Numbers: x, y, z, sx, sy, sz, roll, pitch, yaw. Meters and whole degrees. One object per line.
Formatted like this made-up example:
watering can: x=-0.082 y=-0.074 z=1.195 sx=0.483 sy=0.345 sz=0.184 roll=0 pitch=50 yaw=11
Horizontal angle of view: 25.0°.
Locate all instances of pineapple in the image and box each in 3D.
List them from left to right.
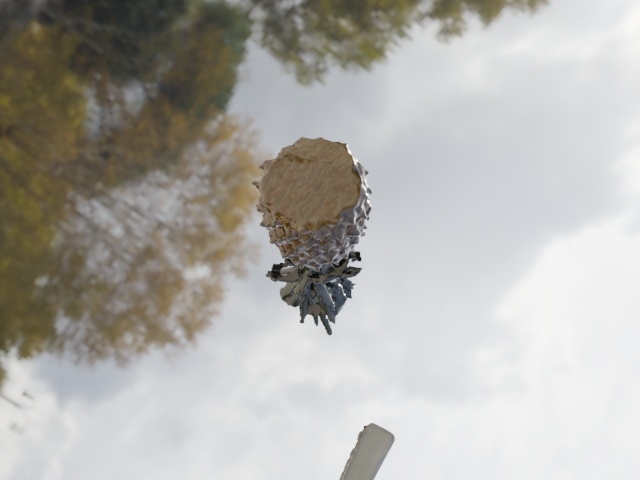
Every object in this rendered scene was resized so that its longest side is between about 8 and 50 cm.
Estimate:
pineapple: x=0.000 y=0.000 z=0.712 sx=0.124 sy=0.058 sz=0.058 roll=82 pitch=32 yaw=-64

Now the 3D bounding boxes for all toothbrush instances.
toothbrush: x=-0.021 y=0.143 z=0.438 sx=0.194 sy=0.017 sz=0.014 roll=-65 pitch=-177 yaw=-22
